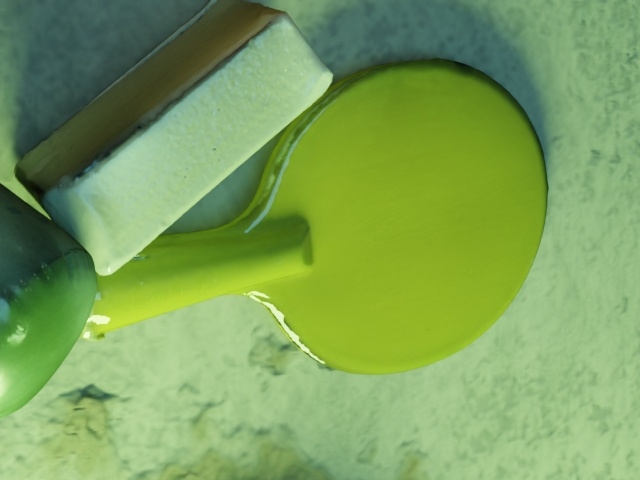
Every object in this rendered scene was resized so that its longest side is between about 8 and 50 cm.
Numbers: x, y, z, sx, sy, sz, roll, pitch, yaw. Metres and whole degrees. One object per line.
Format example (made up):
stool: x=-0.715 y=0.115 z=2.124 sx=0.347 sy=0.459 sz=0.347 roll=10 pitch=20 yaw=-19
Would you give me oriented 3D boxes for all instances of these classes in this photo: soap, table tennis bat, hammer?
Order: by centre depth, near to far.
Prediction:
hammer: x=-0.281 y=0.094 z=0.845 sx=0.206 sy=0.119 sz=0.335 roll=35 pitch=107 yaw=11
soap: x=-0.094 y=-0.071 z=0.886 sx=0.183 sy=0.121 sz=0.064 roll=-41 pitch=115 yaw=-8
table tennis bat: x=0.000 y=0.000 z=0.988 sx=0.368 sy=0.054 sz=0.224 roll=-14 pitch=110 yaw=-24
